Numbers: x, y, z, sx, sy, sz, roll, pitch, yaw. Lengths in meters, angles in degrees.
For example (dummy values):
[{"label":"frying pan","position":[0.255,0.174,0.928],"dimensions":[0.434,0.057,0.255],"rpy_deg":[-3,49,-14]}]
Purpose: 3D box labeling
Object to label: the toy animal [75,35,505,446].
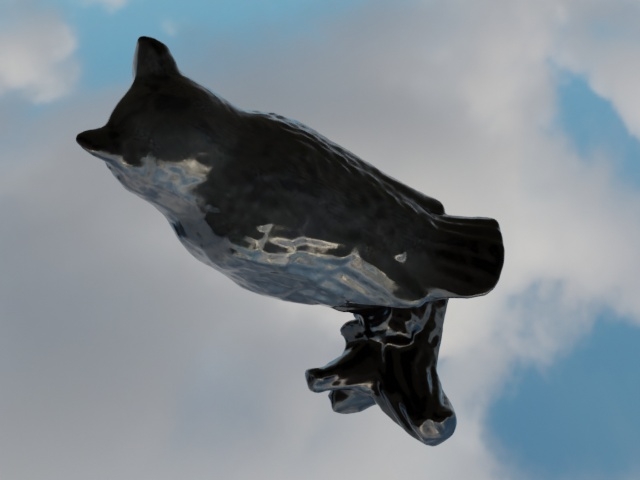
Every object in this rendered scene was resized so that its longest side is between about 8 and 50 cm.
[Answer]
[{"label":"toy animal","position":[-0.001,-0.002,0.409],"dimensions":[0.117,0.210,0.121],"rpy_deg":[-2,-118,45]}]
